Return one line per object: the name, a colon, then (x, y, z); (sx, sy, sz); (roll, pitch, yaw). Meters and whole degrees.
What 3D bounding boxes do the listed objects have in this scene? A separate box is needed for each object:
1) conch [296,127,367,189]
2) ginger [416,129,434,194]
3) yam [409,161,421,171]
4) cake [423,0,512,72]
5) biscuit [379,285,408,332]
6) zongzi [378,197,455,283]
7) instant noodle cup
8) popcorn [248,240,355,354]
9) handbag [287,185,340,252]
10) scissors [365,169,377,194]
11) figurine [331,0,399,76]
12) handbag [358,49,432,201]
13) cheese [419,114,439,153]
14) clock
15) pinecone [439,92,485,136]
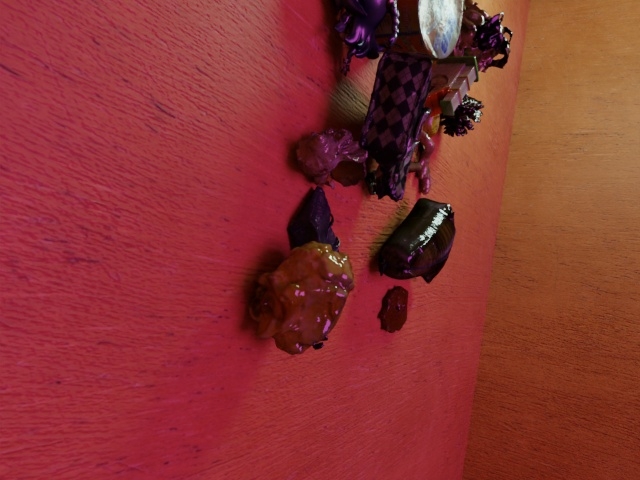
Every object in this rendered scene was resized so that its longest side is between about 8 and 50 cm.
conch: (0.034, -0.206, 1.296); (0.162, 0.179, 0.245); (-59, 160, -19)
ginger: (0.421, -0.310, 1.987); (0.089, 0.075, 0.287); (-44, 140, -31)
yam: (0.320, -0.276, 1.851); (0.264, 0.046, 0.046); (-16, 109, -58)
cake: (0.597, -0.810, 1.936); (0.332, 0.321, 0.331); (-23, 117, -56)
biscuit: (0.283, 0.272, 1.909); (0.215, 0.034, 0.182); (-10, 103, -55)
zongzi: (0.359, 0.107, 1.877); (0.403, 0.208, 0.431); (-42, 143, -40)
instant noodle cup: (0.281, -0.707, 1.518); (0.297, 0.214, 0.296); (-17, 113, -48)
popcorn: (-0.041, 0.139, 1.192); (0.252, 0.215, 0.286); (8, 105, -59)
handbag: (0.000, 0.000, 1.364); (0.175, 0.089, 0.270); (-56, 139, -49)
scissors: (0.141, -0.218, 1.601); (0.220, 0.017, 0.087); (25, 78, -57)
figurine: (0.114, -0.611, 1.347); (0.175, 0.197, 0.264); (-113, -177, -61)
handbag: (0.227, -0.314, 1.478); (0.416, 0.180, 0.316); (56, 46, -75)
cheese: (0.438, -0.439, 1.993); (0.157, 0.064, 0.249); (-34, 134, -48)
clock: (0.434, -0.569, 1.827); (0.255, 0.220, 0.106); (-55, 138, -26)
pinecone: (0.600, -0.542, 2.119); (0.208, 0.208, 0.207); (-17, 110, -56)
